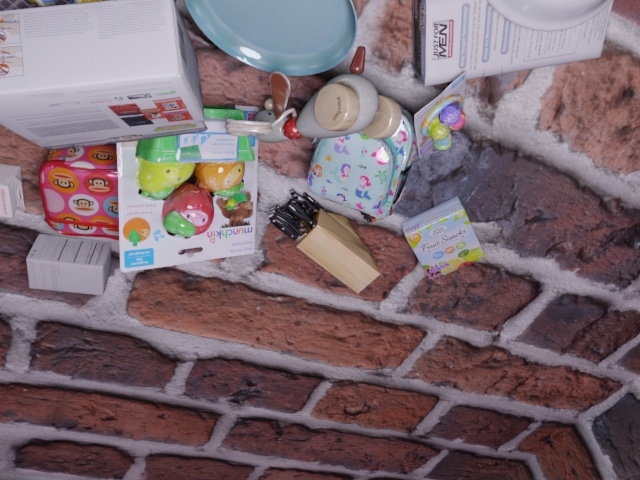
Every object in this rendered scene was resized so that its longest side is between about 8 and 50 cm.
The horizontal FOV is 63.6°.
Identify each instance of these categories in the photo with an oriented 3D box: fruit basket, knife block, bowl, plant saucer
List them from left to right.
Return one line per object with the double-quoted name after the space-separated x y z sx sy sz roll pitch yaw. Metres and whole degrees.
-0.268 -0.116 1.113 0.327 0.166 0.352 -7 104 -38 "fruit basket"
-0.086 -0.417 0.924 0.318 0.043 0.317 11 160 4 "plant saucer"
0.000 0.000 1.302 0.088 0.275 0.242 -45 152 26 "knife block"
0.425 -0.529 0.885 0.298 0.134 0.297 0 95 -1 "bowl"

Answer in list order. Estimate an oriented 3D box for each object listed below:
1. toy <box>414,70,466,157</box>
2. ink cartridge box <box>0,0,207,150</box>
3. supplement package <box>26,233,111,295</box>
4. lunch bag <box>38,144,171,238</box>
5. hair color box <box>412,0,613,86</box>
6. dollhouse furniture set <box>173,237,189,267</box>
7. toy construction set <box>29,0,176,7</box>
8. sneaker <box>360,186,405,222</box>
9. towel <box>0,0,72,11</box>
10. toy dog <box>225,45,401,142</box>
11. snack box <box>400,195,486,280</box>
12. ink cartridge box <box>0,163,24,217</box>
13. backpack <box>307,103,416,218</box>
0.278 -0.256 1.140 0.137 0.056 0.237 -41 165 2 "toy"
-0.362 -0.258 0.848 0.310 0.129 0.272 -7 175 -4 "ink cartridge box"
-0.648 0.063 1.343 0.180 0.105 0.105 8 127 -14 "supplement package"
-0.496 -0.098 1.228 0.293 0.120 0.258 5 134 -15 "lunch bag"
0.383 -0.450 1.054 0.375 0.113 0.185 -10 130 -1 "hair color box"
-0.413 0.014 1.399 0.114 0.091 0.081 33 163 -5 "dollhouse furniture set"
-0.319 -0.484 0.835 0.215 0.151 0.327 19 94 -57 "toy construction set"
0.172 -0.153 1.307 0.093 0.088 0.225 -10 132 -36 "sneaker"
-0.510 -0.436 0.903 0.284 0.121 0.235 -27 141 18 "towel"
-0.010 -0.279 1.005 0.334 0.220 0.160 4 93 22 "toy dog"
0.347 0.000 1.455 0.175 0.070 0.207 -26 127 14 "snack box"
-0.755 -0.118 1.185 0.143 0.089 0.092 7 129 -15 "ink cartridge box"
0.094 -0.195 1.160 0.225 0.191 0.253 22 111 10 "backpack"
